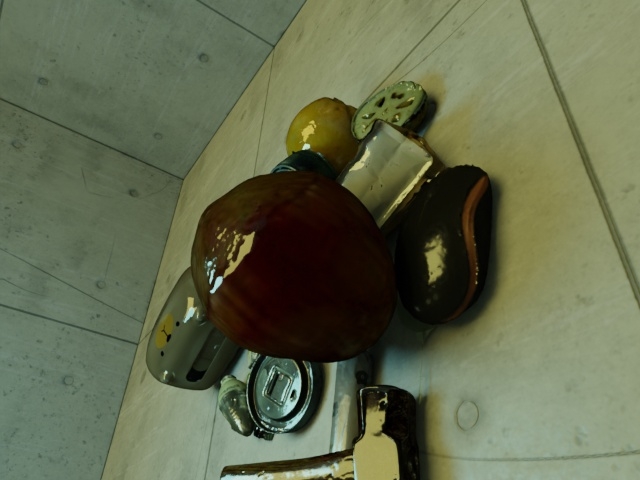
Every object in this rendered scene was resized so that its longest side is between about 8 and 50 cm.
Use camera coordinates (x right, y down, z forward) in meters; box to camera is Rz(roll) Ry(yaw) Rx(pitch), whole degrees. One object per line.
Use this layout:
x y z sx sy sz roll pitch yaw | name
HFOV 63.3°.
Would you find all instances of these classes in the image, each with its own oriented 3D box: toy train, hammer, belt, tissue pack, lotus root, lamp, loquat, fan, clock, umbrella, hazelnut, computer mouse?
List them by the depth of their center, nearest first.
-0.017 0.412 0.921 0.409 0.095 0.242 -20 52 28 | hammer
0.218 -0.006 0.943 0.183 0.116 0.323 -23 45 48 | computer mouse
0.197 0.153 0.972 0.182 0.010 0.310 -31 40 50 | fan
-0.045 0.058 0.983 0.421 0.421 0.352 -24 36 55 | hazelnut
0.062 0.327 1.020 0.073 0.067 0.337 -9 54 24 | umbrella
-0.088 0.351 1.243 0.215 0.042 0.214 -19 60 35 | clock
0.180 -0.298 1.292 0.204 0.078 0.183 -34 43 15 | lotus root
-0.025 -0.103 1.354 0.116 0.267 0.207 -42 31 -29 | belt
0.020 -0.270 1.434 0.244 0.244 0.243 -44 33 39 | loquat
-0.229 0.454 1.436 0.101 0.101 0.250 -62 30 8 | lamp
-0.172 0.357 1.455 0.081 0.060 0.202 -58 25 28 | toy train
-0.392 0.295 1.689 0.387 0.268 0.277 -58 29 14 | tissue pack

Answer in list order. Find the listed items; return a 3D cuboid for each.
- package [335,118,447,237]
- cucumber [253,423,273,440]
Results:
0.140 -0.090 1.176 0.165 0.221 0.311 44 112 21 | package
-0.129 0.400 1.330 0.078 0.062 0.211 6 74 63 | cucumber
